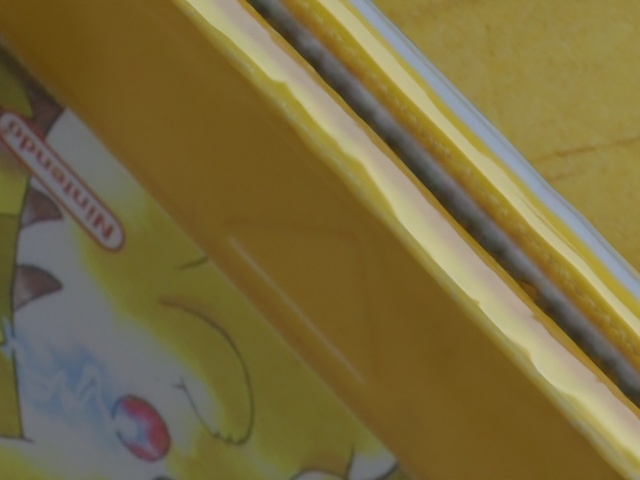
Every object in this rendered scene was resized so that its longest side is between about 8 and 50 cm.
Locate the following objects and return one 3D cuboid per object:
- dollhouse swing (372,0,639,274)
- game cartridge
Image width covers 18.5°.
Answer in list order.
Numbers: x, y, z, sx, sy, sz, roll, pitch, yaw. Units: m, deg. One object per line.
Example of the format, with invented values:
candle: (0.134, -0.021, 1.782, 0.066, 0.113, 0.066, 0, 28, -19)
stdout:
dollhouse swing: (0.000, 0.000, 0.736, 0.305, 0.315, 0.347, 40, 42, -74)
game cartridge: (-0.053, 0.080, 0.472, 0.285, 0.324, 0.052, 46, 40, 9)
